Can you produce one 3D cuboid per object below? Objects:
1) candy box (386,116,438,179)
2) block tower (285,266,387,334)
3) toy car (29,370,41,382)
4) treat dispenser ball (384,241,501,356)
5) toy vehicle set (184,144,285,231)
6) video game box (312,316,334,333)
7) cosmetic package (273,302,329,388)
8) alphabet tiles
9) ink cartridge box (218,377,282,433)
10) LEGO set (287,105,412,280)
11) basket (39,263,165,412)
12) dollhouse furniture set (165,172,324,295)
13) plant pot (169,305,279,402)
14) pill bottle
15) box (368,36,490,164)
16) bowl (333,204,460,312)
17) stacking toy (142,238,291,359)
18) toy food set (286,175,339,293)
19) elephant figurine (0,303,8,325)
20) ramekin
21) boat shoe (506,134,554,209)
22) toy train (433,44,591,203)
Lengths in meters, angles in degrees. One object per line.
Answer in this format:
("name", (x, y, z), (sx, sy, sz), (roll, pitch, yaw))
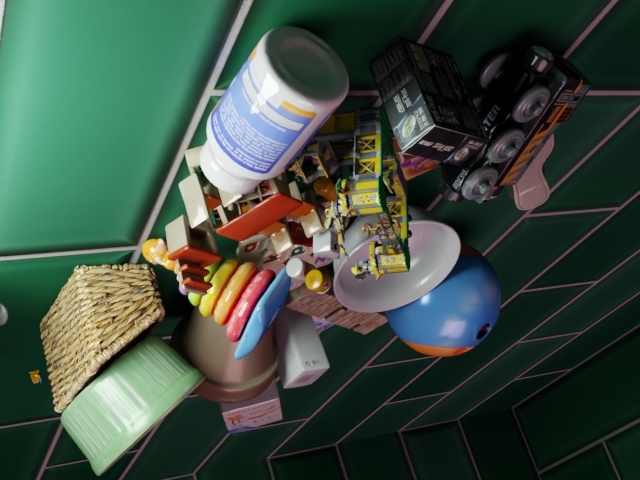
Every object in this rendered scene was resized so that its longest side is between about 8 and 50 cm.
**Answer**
("candy box", (0.184, -0.189, 1.729), (0.109, 0.053, 0.187), (-23, 154, 11))
("block tower", (0.033, 0.141, 2.224), (0.097, 0.091, 0.335), (-34, 144, 24))
("toy car", (-0.668, 0.350, 2.278), (0.122, 0.041, 0.060), (-5, 153, -28))
("treat dispenser ball", (0.295, 0.138, 2.211), (0.288, 0.288, 0.288), (-15, 156, -7))
("toy vehicle set", (-0.148, -0.108, 1.684), (0.165, 0.035, 0.267), (-16, 156, -5))
("video game box", (-0.078, 0.228, 2.431), (0.187, 0.048, 0.205), (-31, 154, 29))
("cosmetic package", (-0.070, 0.233, 2.220), (0.085, 0.231, 0.117), (-2, 151, -34))
("alphabet tiles", (-0.069, 0.021, 1.943), (0.277, 0.021, 0.284), (-17, 146, -31))
("ink cartridge box", (-0.213, 0.432, 2.618), (0.171, 0.168, 0.233), (-15, 155, -7))
("LEGO set", (0.040, -0.077, 1.612), (0.192, 0.255, 0.331), (-6, 158, 15))
("basket", (-0.443, 0.211, 1.924), (0.213, 0.223, 0.299), (0, 149, -35))
("dollhouse furniture set", (-0.152, -0.018, 1.657), (0.259, 0.135, 0.262), (-30, 153, 24))
("plant pot", (-0.207, 0.202, 2.095), (0.263, 0.263, 0.229), (-6, 134, -27))
("pill bottle", (-0.085, -0.191, 1.413), (0.152, 0.152, 0.272), (0, 150, -36))
("box", (0.178, -0.226, 1.488), (0.147, 0.180, 0.077), (7, 146, -44))
("bowl", (0.147, 0.017, 2.001), (0.297, 0.134, 0.298), (-15, 141, -13))
("stacking toy", (-0.223, 0.080, 1.809), (0.166, 0.301, 0.175), (-56, 173, -51))
("toy food set", (0.000, 0.000, 1.804), (0.111, 0.232, 0.104), (-11, 158, 30))
("elephant figurine", (-0.675, 0.150, 1.692), (0.186, 0.169, 0.239), (15, 144, -43))
("ramekin", (-0.405, 0.341, 1.935), (0.303, 0.148, 0.303), (-43, 177, -2))
("boat shoe", (0.420, -0.178, 1.897), (0.112, 0.096, 0.335), (-23, 150, 2))
("toy train", (0.344, -0.204, 1.652), (0.190, 0.142, 0.334), (-4, 135, -40))
